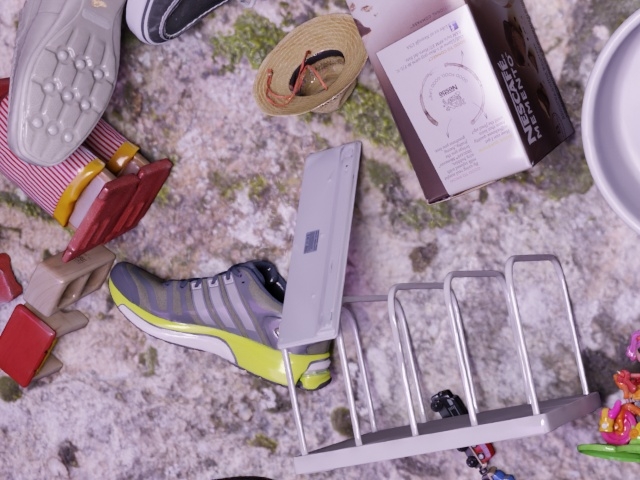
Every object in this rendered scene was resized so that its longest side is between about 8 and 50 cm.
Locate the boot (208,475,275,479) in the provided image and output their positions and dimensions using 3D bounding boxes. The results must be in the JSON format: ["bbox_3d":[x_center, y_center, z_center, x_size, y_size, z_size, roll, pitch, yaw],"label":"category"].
[{"bbox_3d":[-0.056,0.358,1.562,0.219,0.082,0.106,6,105,22],"label":"boot"}]

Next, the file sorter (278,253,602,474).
[{"bbox_3d":[0.120,0.128,1.334,0.277,0.193,0.173,-15,83,27],"label":"file sorter"}]

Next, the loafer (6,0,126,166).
[{"bbox_3d":[-0.283,-0.229,1.413,0.111,0.112,0.319,-5,63,47],"label":"loafer"}]

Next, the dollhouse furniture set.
[{"bbox_3d":[-0.363,-0.003,1.552,0.201,0.152,0.374,39,118,10],"label":"dollhouse furniture set"}]

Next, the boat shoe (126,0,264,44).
[{"bbox_3d":[-0.087,-0.306,1.353,0.306,0.113,0.105,-44,71,20],"label":"boat shoe"}]

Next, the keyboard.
[{"bbox_3d":[0.000,0.000,1.356,0.072,0.256,0.014,-18,137,32],"label":"keyboard"}]

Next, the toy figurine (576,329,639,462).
[{"bbox_3d":[0.352,0.145,1.284,0.173,0.130,0.159,-2,72,37],"label":"toy figurine"}]

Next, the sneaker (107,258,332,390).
[{"bbox_3d":[-0.111,0.072,1.499,0.300,0.111,0.121,19,99,15],"label":"sneaker"}]

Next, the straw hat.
[{"bbox_3d":[0.002,-0.173,1.378,0.144,0.144,0.061,-10,142,27],"label":"straw hat"}]

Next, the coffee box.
[{"bbox_3d":[0.127,-0.205,1.252,0.119,0.168,0.297,-20,96,29],"label":"coffee box"}]

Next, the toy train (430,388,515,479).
[{"bbox_3d":[0.179,0.238,1.447,0.036,0.027,0.158,-32,90,18],"label":"toy train"}]

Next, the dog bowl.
[{"bbox_3d":[0.386,-0.117,1.193,0.265,0.104,0.265,7,108,23],"label":"dog bowl"}]
